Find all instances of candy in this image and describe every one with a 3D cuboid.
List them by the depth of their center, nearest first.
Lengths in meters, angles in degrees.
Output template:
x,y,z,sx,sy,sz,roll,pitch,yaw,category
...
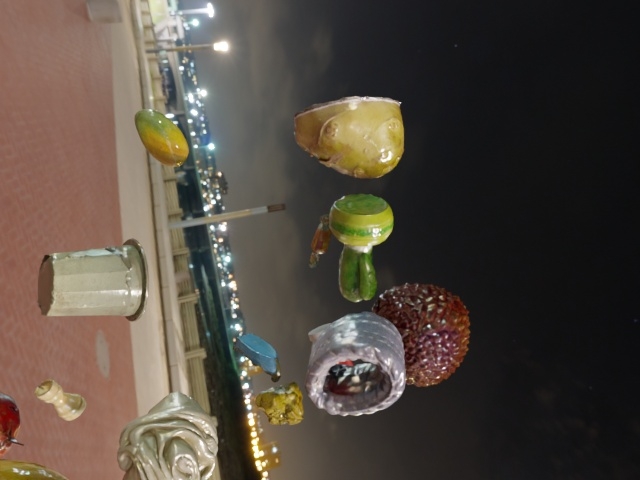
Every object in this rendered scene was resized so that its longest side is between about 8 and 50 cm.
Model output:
x,y,z,sx,sy,sz,roll,pitch,yaw,category
0.000,0.000,1.322,0.046,0.053,0.182,50,-52,57,candy

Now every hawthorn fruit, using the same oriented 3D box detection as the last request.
x,y,z,sx,sy,sz,roll,pitch,yaw,category
-0.782,0.436,0.973,0.181,0.235,0.181,5,90,-73,hawthorn fruit

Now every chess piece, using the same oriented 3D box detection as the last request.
x,y,z,sx,sy,sz,roll,pitch,yaw,category
-0.667,0.405,1.072,0.066,0.066,0.122,-118,-176,-49,chess piece

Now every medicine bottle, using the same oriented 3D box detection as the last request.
x,y,z,sx,sy,sz,roll,pitch,yaw,category
0.048,0.455,1.616,0.131,0.131,0.250,160,-91,-76,medicine bottle

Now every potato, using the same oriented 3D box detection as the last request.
x,y,z,sx,sy,sz,roll,pitch,yaw,category
0.084,-0.262,1.138,0.246,0.299,0.196,171,-87,-82,potato

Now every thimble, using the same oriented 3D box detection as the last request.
x,y,z,sx,sy,sz,roll,pitch,yaw,category
0.084,0.288,0.988,0.205,0.236,0.172,40,22,-9,thimble

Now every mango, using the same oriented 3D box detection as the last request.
x,y,z,sx,sy,sz,roll,pitch,yaw,category
-0.488,-0.315,1.289,0.195,0.130,0.092,49,36,-23,mango

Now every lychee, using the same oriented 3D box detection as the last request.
x,y,z,sx,sy,sz,roll,pitch,yaw,category
0.286,0.268,1.222,0.306,0.330,0.306,48,-31,43,lychee

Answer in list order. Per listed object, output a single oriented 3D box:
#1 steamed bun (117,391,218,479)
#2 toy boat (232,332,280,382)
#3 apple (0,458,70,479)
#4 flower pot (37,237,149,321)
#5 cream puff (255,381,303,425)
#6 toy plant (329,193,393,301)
x,y,z,sx,sy,sz,roll,pitch,yaw,category
-0.436,0.662,1.298,0.324,0.219,0.310,-18,100,-61,steamed bun
-0.187,0.357,1.281,0.185,0.075,0.077,23,-69,33,toy boat
-0.486,0.499,0.587,0.384,0.374,0.374,39,7,-30,apple
-0.548,0.094,1.011,0.212,0.202,0.213,-6,-98,45,flower pot
-0.113,0.488,1.243,0.146,0.146,0.116,122,-51,-70,cream puff
0.116,0.038,1.245,0.224,0.184,0.316,-121,-152,-58,toy plant
